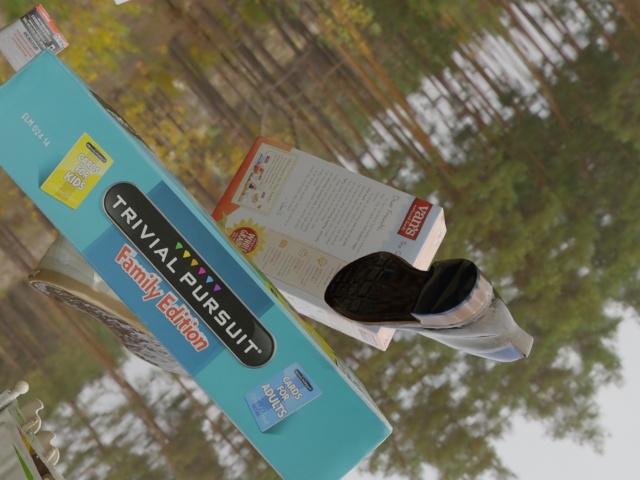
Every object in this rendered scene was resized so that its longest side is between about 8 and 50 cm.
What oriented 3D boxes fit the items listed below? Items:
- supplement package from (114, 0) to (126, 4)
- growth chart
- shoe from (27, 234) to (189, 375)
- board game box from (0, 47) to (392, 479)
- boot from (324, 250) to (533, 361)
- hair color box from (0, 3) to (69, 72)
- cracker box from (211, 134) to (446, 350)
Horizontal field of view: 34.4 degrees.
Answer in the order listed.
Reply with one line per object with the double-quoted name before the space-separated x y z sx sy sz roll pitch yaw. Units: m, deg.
"supplement package" -0.102 -0.290 0.624 0.145 0.204 0.262 -23 -152 0
"growth chart" -0.378 0.298 1.235 0.172 0.237 0.021 -33 149 5
"shoe" -0.177 0.066 0.997 0.077 0.219 0.058 -11 -129 44
"board game box" -0.096 0.025 0.787 0.079 0.336 0.254 -42 -179 -3
"boot" 0.096 0.071 0.970 0.219 0.106 0.082 3 -123 56
"hair color box" -0.428 -0.293 1.516 0.043 0.072 0.141 -43 -158 -26
"cracker box" 0.000 0.000 1.124 0.155 0.232 0.067 -61 159 -16
